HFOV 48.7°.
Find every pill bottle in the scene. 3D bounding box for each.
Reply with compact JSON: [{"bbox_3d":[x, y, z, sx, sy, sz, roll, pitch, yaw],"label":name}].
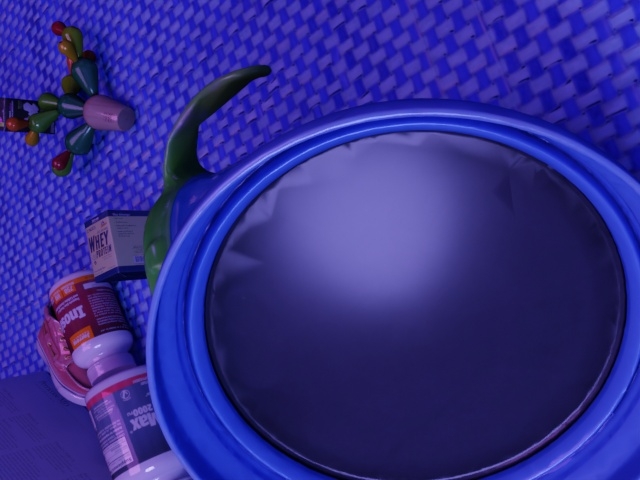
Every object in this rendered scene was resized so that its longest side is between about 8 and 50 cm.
[{"bbox_3d":[-0.222,0.261,0.909,0.108,0.108,0.180,-40,68,34],"label":"pill bottle"},{"bbox_3d":[-0.316,0.123,0.995,0.086,0.086,0.152,-43,66,33],"label":"pill bottle"}]

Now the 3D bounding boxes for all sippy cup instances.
[{"bbox_3d":[0.000,0.000,0.646,0.224,0.305,0.240,-29,36,26],"label":"sippy cup"}]

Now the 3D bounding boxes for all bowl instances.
[{"bbox_3d":[0.071,0.083,0.530,0.391,0.077,0.391,1,115,2],"label":"bowl"}]

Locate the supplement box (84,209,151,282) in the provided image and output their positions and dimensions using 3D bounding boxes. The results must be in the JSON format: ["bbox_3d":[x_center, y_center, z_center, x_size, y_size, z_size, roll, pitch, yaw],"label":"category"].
[{"bbox_3d":[-0.256,0.007,0.938,0.056,0.083,0.083,-21,78,38],"label":"supplement box"}]

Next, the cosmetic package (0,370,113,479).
[{"bbox_3d":[-0.420,0.324,0.965,0.377,0.284,0.098,26,110,37],"label":"cosmetic package"}]

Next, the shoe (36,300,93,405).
[{"bbox_3d":[-0.371,0.165,1.057,0.178,0.063,0.081,38,120,37],"label":"shoe"}]

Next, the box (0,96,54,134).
[{"bbox_3d":[-0.468,-0.195,1.105,0.062,0.083,0.052,11,99,39],"label":"box"}]

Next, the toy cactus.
[{"bbox_3d":[-0.345,-0.193,1.003,0.180,0.112,0.219,17,95,28],"label":"toy cactus"}]
